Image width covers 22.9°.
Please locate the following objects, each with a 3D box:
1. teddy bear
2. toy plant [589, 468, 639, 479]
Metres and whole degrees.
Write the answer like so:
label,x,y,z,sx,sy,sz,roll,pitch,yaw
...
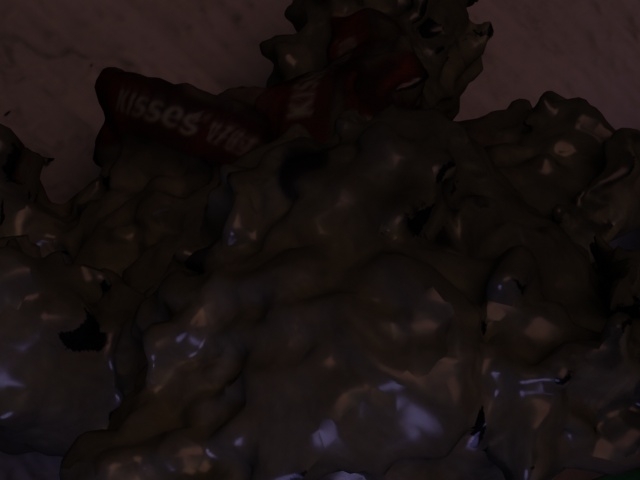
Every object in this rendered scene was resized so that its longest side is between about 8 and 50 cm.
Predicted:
label,x,y,z,sx,sy,sz,roll,pitch,yaw
teddy bear,0.000,0.000,0.628,0.357,0.367,0.224,-17,101,-25
toy plant,0.237,0.113,0.786,0.279,0.185,0.400,24,69,-36
